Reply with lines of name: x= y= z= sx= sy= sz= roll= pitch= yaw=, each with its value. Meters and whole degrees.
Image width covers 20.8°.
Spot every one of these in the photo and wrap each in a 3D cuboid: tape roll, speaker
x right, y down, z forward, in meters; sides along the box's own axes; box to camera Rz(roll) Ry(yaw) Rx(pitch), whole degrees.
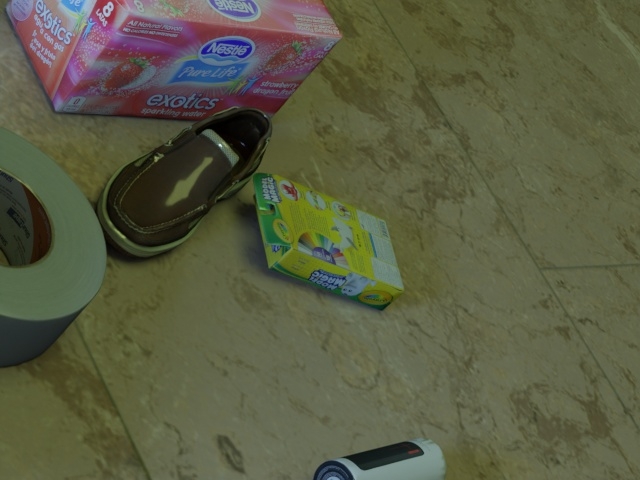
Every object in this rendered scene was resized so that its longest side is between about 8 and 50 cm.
tape roll: x=-0.292 y=-0.002 z=1.471 sx=0.219 sy=0.072 sz=0.219 roll=27 pitch=38 yaw=-23
speaker: x=0.056 y=0.219 z=1.610 sx=0.136 sy=0.055 sz=0.055 roll=-6 pitch=57 yaw=-49

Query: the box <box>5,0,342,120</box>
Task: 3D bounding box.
box: x=-0.146 y=-0.225 z=1.794 sx=0.300 sy=0.154 sz=0.142 roll=0 pitch=53 yaw=-47

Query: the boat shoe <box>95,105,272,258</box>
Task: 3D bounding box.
boat shoe: x=-0.127 y=-0.071 z=1.697 sx=0.095 sy=0.095 sz=0.257 roll=44 pitch=34 yaw=0

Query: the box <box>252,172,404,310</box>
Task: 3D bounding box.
box: x=0.000 y=0.000 z=1.794 sx=0.179 sy=0.043 sz=0.105 roll=24 pitch=38 yaw=-36
